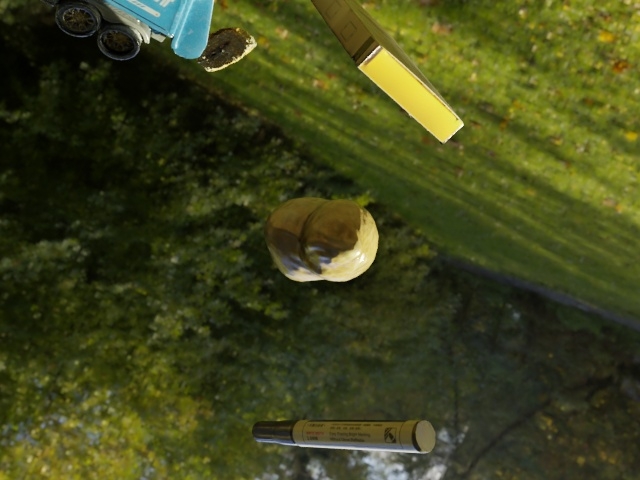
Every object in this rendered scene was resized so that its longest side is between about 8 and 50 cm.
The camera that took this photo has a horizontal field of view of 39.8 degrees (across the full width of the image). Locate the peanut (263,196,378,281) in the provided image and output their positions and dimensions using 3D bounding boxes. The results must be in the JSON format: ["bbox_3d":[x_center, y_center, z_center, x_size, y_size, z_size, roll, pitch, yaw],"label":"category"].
[{"bbox_3d":[0.000,0.000,1.226,0.137,0.122,0.253,3,-179,-28],"label":"peanut"}]

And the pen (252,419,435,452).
[{"bbox_3d":[0.012,0.158,0.727,0.025,0.025,0.204,27,155,-35],"label":"pen"}]

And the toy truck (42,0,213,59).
[{"bbox_3d":[-0.292,-0.365,1.113,0.367,0.146,0.175,23,138,-34],"label":"toy truck"}]

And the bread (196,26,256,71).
[{"bbox_3d":[-0.213,-0.431,1.967,0.082,0.125,0.106,60,-166,-18],"label":"bread"}]

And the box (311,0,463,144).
[{"bbox_3d":[0.057,-0.197,0.910,0.129,0.033,0.247,35,-162,-31],"label":"box"}]
